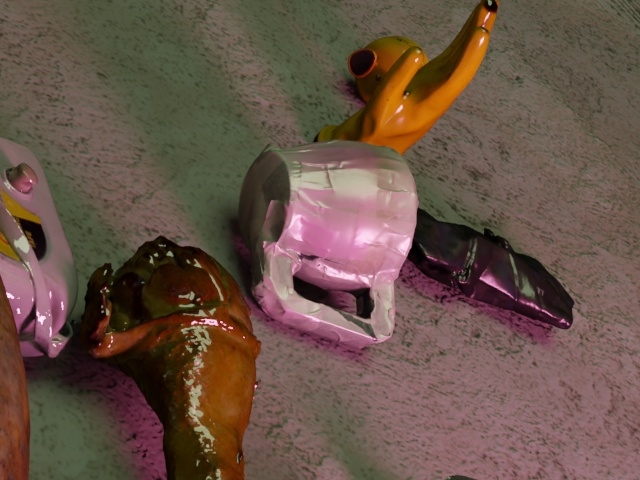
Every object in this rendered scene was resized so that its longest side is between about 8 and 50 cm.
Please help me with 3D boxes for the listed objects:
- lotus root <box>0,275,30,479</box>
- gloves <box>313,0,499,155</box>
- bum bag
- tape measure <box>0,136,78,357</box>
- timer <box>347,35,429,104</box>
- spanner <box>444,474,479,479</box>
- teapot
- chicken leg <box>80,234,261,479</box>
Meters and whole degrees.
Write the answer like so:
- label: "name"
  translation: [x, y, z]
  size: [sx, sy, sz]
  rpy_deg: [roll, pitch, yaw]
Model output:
- label: "lotus root"
  translation: [-0.330, 0.129, 1.277]
  size: [0.250, 0.250, 0.346]
  rpy_deg: [15, 44, -35]
- label: "gloves"
  translation: [0.122, -0.189, 2.100]
  size: [0.116, 0.294, 0.133]
  rpy_deg: [31, 32, -17]
- label: "bum bag"
  translation: [0.199, 0.028, 2.124]
  size: [0.310, 0.074, 0.137]
  rpy_deg: [22, 25, -28]
- label: "tape measure"
  translation: [-0.312, -0.004, 1.553]
  size: [0.197, 0.120, 0.236]
  rpy_deg: [25, 32, -50]
- label: "timer"
  translation: [0.100, -0.217, 2.299]
  size: [0.109, 0.107, 0.107]
  rpy_deg: [-16, 61, -50]
- label: "spanner"
  translation: [0.053, 0.271, 1.626]
  size: [0.325, 0.026, 0.093]
  rpy_deg: [-6, 32, -34]
- label: "teapot"
  translation: [-0.006, -0.004, 1.903]
  size: [0.178, 0.221, 0.163]
  rpy_deg: [7, 4, -29]
- label: "chicken leg"
  translation: [-0.130, 0.123, 1.577]
  size: [0.211, 0.140, 0.361]
  rpy_deg: [34, 27, -27]
